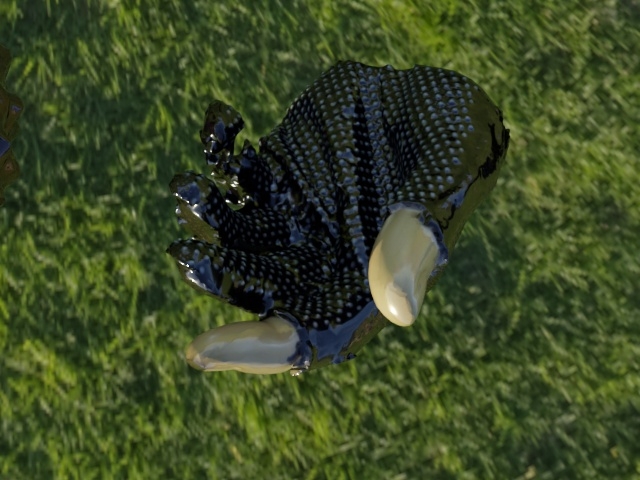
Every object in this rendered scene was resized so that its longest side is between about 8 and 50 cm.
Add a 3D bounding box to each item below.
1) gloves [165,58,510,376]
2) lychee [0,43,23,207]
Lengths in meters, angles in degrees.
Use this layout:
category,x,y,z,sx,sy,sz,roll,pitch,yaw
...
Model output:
category,x,y,z,sx,sy,sz,roll,pitch,yaw
gloves,-0.002,0.001,0.556,0.181,0.129,0.106,-49,161,-31
lychee,-0.405,-0.109,0.881,0.500,0.425,0.424,-39,122,21
